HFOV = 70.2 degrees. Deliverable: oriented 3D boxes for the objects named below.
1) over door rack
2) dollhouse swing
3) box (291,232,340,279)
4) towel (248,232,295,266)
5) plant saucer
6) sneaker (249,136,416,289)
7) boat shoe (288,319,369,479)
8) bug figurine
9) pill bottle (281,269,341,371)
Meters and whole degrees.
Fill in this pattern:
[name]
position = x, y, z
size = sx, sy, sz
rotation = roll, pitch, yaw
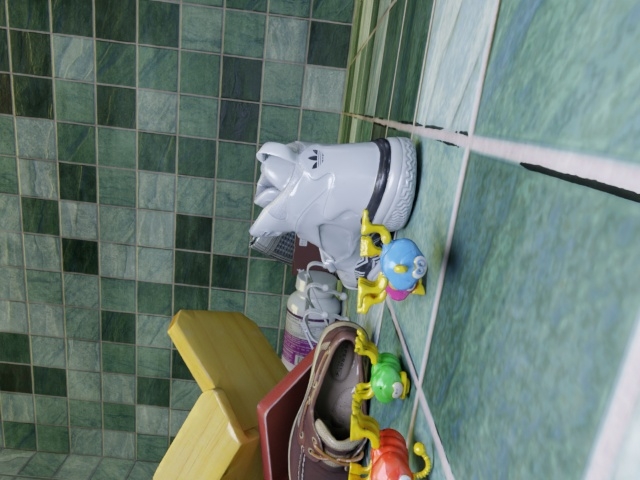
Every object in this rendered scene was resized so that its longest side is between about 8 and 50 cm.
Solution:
[over door rack]
position = 0.026, 0.244, 1.155
size = 0.239, 0.108, 0.324
rotation = -87, -11, -64
[dollhouse swing]
position = -0.214, 0.363, 0.974
size = 0.315, 0.305, 0.347
rotation = -59, -26, 5
[box]
position = 0.000, 0.000, 1.505
size = 0.203, 0.167, 0.168
rotation = -87, 4, -57
[towel]
position = -0.067, -0.062, 1.625
size = 0.312, 0.056, 0.324
rotation = 31, -89, -51
[plant saucer]
position = -0.034, 0.336, 0.873
size = 0.259, 0.048, 0.258
rotation = -35, -49, -50
[sneaker]
position = 0.007, -0.033, 0.705
size = 0.365, 0.210, 0.137
rotation = 100, 177, -63
[boat shoe]
position = 0.018, 0.306, 0.735
size = 0.123, 0.123, 0.341
rotation = 146, 137, -89
[bug figurine]
position = 0.070, 0.105, 0.460
size = 0.216, 0.072, 0.278
rotation = -57, -31, -80
[pill bottle]
position = -0.026, 0.253, 1.417
size = 0.169, 0.169, 0.301
rotation = -90, 7, -75
